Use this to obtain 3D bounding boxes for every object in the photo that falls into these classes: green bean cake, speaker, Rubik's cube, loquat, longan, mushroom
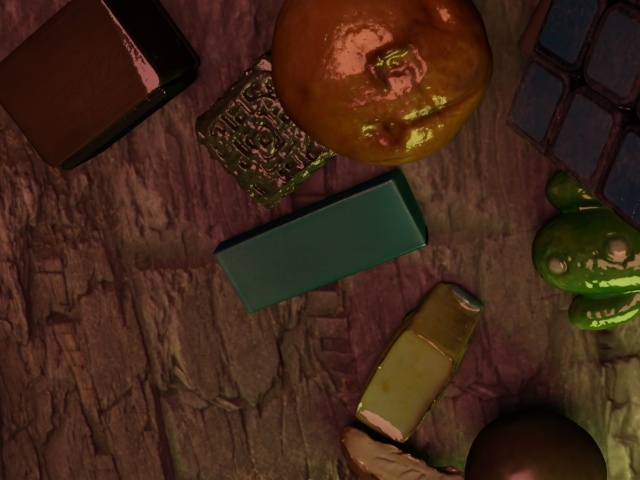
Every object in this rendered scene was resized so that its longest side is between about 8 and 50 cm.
[{"bbox_3d":[-0.066,-0.157,1.472,0.181,0.094,0.173,-38,97,25],"label":"green bean cake"},{"bbox_3d":[-0.321,-0.239,1.482,0.230,0.153,0.193,-33,99,24],"label":"speaker"},{"bbox_3d":[0.437,-0.183,1.152,0.303,0.301,0.305,6,115,-28],"label":"Rubik's cube"},{"bbox_3d":[0.076,-0.237,1.300,0.275,0.284,0.276,3,118,6],"label":"loquat"},{"bbox_3d":[0.307,0.335,1.499,0.212,0.198,0.198,42,115,-16],"label":"longan"},{"bbox_3d":[0.122,0.356,1.613,0.209,0.094,0.072,22,70,9],"label":"mushroom"}]

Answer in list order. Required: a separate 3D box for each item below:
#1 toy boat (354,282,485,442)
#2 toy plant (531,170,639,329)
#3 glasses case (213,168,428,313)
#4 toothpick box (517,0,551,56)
[{"bbox_3d":[0.138,0.192,1.549,0.111,0.084,0.276,33,116,4],"label":"toy boat"},{"bbox_3d":[0.435,0.025,1.378,0.315,0.184,0.224,11,108,29],"label":"toy plant"},{"bbox_3d":[0.001,0.001,1.530,0.301,0.070,0.117,-22,108,20],"label":"glasses case"},{"bbox_3d":[0.334,-0.300,1.298,0.111,0.111,0.181,29,115,4],"label":"toothpick box"}]
